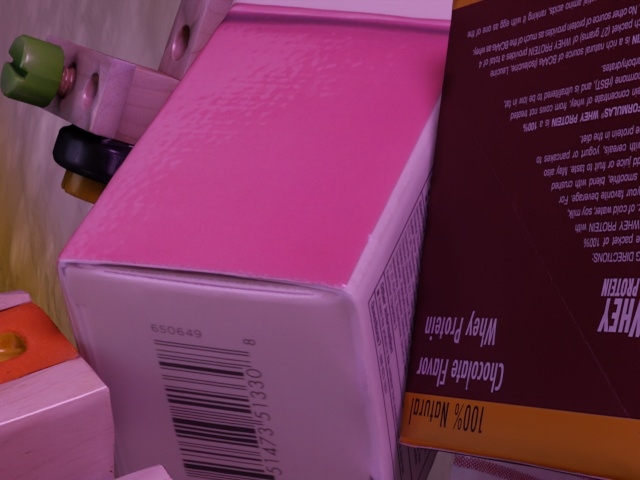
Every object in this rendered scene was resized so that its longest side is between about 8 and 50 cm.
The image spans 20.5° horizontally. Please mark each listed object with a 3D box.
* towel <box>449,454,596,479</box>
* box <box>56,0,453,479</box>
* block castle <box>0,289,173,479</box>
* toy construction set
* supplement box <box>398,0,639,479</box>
[{"bbox_3d":[0.096,0.112,0.814,0.144,0.029,0.197,-177,95,-66],"label":"towel"},{"bbox_3d":[0.000,0.000,0.777,0.232,0.126,0.149,-62,-29,-47],"label":"box"},{"bbox_3d":[-0.150,0.226,0.683,0.453,0.212,0.303,43,144,52],"label":"block castle"},{"bbox_3d":[-0.057,-0.141,1.002,0.309,0.237,0.257,-110,36,-50],"label":"toy construction set"},{"bbox_3d":[0.135,-0.008,0.636,0.191,0.129,0.194,175,103,-67],"label":"supplement box"}]
